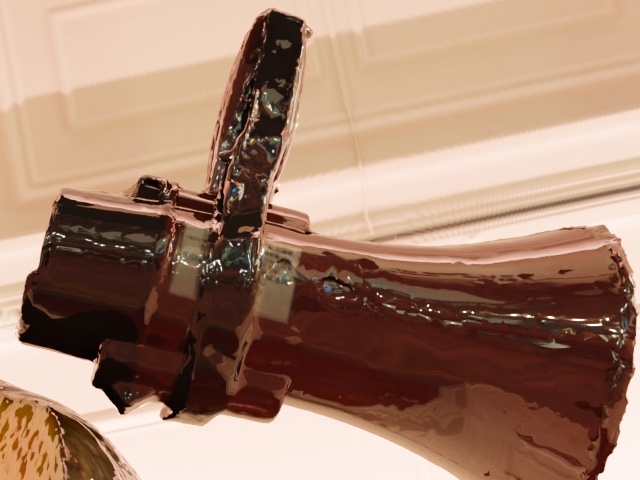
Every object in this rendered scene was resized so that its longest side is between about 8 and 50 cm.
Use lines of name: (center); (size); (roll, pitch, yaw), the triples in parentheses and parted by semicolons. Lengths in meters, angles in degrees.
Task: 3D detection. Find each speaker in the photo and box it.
speaker: (0.014, 0.004, 0.705); (0.329, 0.198, 0.259); (20, -90, -11)

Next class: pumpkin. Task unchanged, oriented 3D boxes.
pumpkin: (-0.115, 0.167, 0.620); (0.130, 0.254, 0.149); (29, -50, -29)
